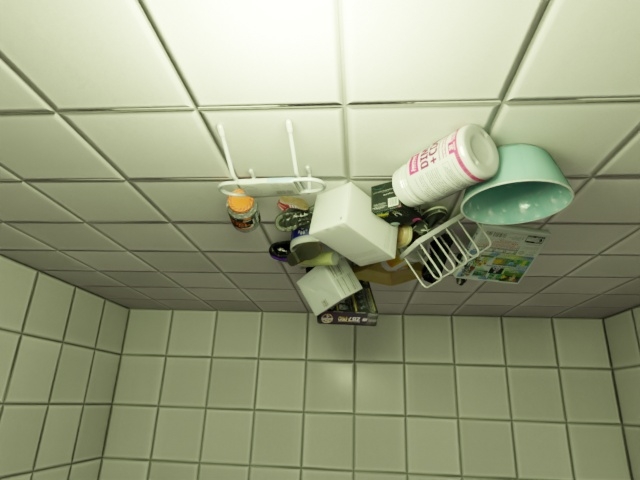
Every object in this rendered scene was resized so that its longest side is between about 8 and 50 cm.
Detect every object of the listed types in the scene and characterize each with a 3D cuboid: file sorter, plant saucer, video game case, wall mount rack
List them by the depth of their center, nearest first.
[{"bbox_3d":[-0.161,-0.229,1.357,0.350,0.130,0.304,-2,163,10],"label":"wall mount rack"},{"bbox_3d":[0.494,0.036,1.747,0.278,0.173,0.193,-30,168,-18],"label":"file sorter"},{"bbox_3d":[0.791,0.062,1.953,0.329,0.036,0.300,6,127,-13],"label":"video game case"},{"bbox_3d":[0.359,0.152,2.393,0.333,0.081,0.333,14,157,-28],"label":"plant saucer"}]

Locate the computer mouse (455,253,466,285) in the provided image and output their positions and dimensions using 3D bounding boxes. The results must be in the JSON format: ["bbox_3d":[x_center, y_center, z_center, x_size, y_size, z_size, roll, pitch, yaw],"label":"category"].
[{"bbox_3d":[0.739,0.089,2.098,0.072,0.188,0.272,34,138,-26],"label":"computer mouse"}]

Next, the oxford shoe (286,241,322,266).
[{"bbox_3d":[-0.057,0.048,1.893,0.076,0.076,0.212,-20,177,-43],"label":"oxford shoe"}]

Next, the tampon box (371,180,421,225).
[{"bbox_3d":[0.271,-0.131,1.593,0.120,0.101,0.161,-12,156,36],"label":"tampon box"}]

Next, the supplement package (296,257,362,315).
[{"bbox_3d":[0.040,0.220,2.194,0.145,0.204,0.262,-22,167,-39],"label":"supplement package"}]

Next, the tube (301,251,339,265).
[{"bbox_3d":[-0.030,0.086,1.993,0.240,0.062,0.070,-8,115,38],"label":"tube"}]

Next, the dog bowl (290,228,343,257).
[{"bbox_3d":[0.000,0.000,1.979,0.265,0.104,0.265,2,160,1],"label":"dog bowl"}]

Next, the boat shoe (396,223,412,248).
[{"bbox_3d":[0.264,-0.021,1.825,0.089,0.104,0.285,8,173,-28],"label":"boat shoe"}]

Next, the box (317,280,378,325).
[{"bbox_3d":[0.130,0.312,2.476,0.318,0.395,0.097,2,118,-6],"label":"box"}]

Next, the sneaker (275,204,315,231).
[{"bbox_3d":[-0.047,-0.096,1.777,0.267,0.101,0.106,-5,-170,-1],"label":"sneaker"}]

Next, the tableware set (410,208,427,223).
[{"bbox_3d":[0.352,-0.091,1.785,0.194,0.039,0.128,13,157,-27],"label":"tableware set"}]

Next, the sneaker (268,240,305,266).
[{"bbox_3d":[-0.109,0.057,2.148,0.293,0.102,0.146,1,159,2],"label":"sneaker"}]

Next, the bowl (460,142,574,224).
[{"bbox_3d":[0.579,-0.179,1.344,0.311,0.163,0.311,2,161,1],"label":"bowl"}]

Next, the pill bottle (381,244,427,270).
[{"bbox_3d":[0.376,0.064,2.067,0.136,0.136,0.246,9,159,-17],"label":"pill bottle"}]

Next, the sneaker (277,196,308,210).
[{"bbox_3d":[-0.108,-0.134,1.712,0.118,0.042,0.067,18,152,-18],"label":"sneaker"}]

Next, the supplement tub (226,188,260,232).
[{"bbox_3d":[-0.290,-0.113,1.683,0.117,0.117,0.190,3,160,-1],"label":"supplement tub"}]

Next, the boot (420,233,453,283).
[{"bbox_3d":[0.512,0.094,2.002,0.094,0.207,0.246,25,167,9],"label":"boot"}]

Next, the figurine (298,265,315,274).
[{"bbox_3d":[0.006,0.106,2.318,0.209,0.092,0.215,-11,157,12],"label":"figurine"}]

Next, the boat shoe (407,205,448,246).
[{"bbox_3d":[0.409,-0.053,1.739,0.084,0.079,0.233,21,141,-25],"label":"boat shoe"}]

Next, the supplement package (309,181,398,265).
[{"bbox_3d":[0.131,-0.052,1.655,0.177,0.175,0.293,-16,142,42],"label":"supplement package"}]

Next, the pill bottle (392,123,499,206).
[{"bbox_3d":[0.353,-0.205,1.299,0.160,0.160,0.283,15,156,-31],"label":"pill bottle"}]
